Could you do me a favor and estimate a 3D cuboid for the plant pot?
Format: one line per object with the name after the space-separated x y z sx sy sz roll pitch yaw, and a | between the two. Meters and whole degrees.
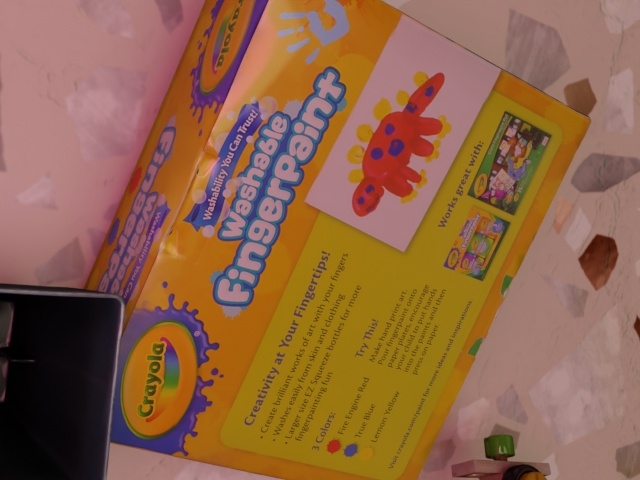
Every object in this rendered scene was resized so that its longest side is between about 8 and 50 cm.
-0.285 0.108 0.730 0.165 0.234 0.166 6 91 -31 | plant pot

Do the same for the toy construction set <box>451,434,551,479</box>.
0.148 0.355 1.043 0.308 0.257 0.237 -1 75 -8 | toy construction set

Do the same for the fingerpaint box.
0.000 0.000 0.881 0.371 0.163 0.445 20 98 -30 | fingerpaint box
